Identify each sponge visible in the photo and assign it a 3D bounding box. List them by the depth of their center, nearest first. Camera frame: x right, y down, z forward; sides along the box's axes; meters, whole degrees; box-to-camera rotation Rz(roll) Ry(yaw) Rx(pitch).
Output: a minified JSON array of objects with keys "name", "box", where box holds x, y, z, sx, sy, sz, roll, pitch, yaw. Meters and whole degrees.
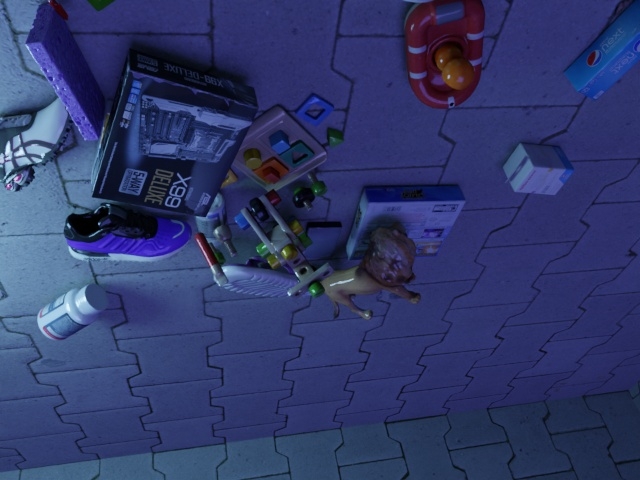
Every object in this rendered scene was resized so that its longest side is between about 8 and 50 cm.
[{"name":"sponge","box":[-0.435,-0.288,0.989,0.031,0.117,0.210,-10,143,1]}]

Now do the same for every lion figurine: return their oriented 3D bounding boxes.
[{"name":"lion figurine","box":[0.114,0.105,1.549,0.392,0.142,0.240,-31,133,31]}]

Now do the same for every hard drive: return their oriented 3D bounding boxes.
[{"name":"hard drive","box":[0.000,0.000,1.569,0.094,0.022,0.135,-2,142,-14]}]

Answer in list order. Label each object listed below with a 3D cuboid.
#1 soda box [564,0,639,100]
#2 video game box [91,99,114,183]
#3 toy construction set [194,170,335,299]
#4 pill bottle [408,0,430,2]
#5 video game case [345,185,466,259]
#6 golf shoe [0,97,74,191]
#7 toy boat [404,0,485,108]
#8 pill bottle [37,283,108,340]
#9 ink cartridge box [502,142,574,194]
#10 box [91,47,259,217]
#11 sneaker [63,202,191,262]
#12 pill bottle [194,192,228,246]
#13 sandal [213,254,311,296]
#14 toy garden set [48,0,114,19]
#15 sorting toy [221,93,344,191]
[{"name":"soda box","box":[0.621,-0.399,1.182,0.067,0.071,0.210,13,137,-30]},{"name":"video game box","box":[-0.372,-0.185,1.201,0.187,0.048,0.205,6,139,-27]},{"name":"toy construction set","box":[-0.107,0.038,1.338,0.308,0.237,0.257,-22,158,-22]},{"name":"pill bottle","box":[0.162,-0.506,0.856,0.136,0.136,0.246,-1,142,-15]},{"name":"video game case","box":[0.223,-0.045,1.541,0.269,0.061,0.244,-2,142,-13]},{"name":"golf shoe","box":[-0.567,-0.197,1.087,0.272,0.105,0.120,-34,131,25]},{"name":"toy boat","box":[0.247,-0.343,1.083,0.150,0.151,0.231,-14,143,2]},{"name":"pill bottle","box":[-0.674,0.193,1.558,0.180,0.108,0.108,-28,140,21]},{"name":"ink cartridge box","box":[0.539,-0.181,1.430,0.143,0.090,0.092,3,140,-18]},{"name":"box","box":[-0.292,-0.192,1.115,0.242,0.077,0.307,11,133,-29]},{"name":"sneaker","box":[-0.456,-0.026,1.338,0.293,0.102,0.146,-5,142,-10]},{"name":"pill bottle","box":[-0.265,-0.051,1.380,0.078,0.078,0.137,-6,143,-8]},{"name":"sandal","box":[-0.136,0.093,1.599,0.169,0.102,0.416,-19,158,34]},{"name":"toy garden set","box":[-0.417,-0.449,0.844,0.203,0.049,0.244,-26,142,14]},{"name":"sorting toy","box":[-0.103,-0.188,1.273,0.347,0.047,0.196,-29,140,21]}]
